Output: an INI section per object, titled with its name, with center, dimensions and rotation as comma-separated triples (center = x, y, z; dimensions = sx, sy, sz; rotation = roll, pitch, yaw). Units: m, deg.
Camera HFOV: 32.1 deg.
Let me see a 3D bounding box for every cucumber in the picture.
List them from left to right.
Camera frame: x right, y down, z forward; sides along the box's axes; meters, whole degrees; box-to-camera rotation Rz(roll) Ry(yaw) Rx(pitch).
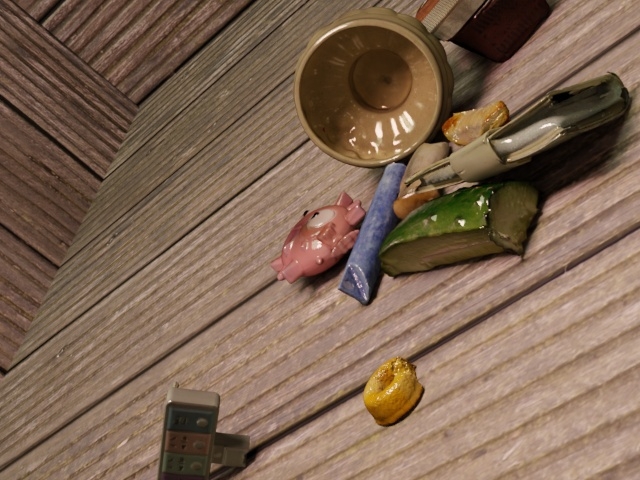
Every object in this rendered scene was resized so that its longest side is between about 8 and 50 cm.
[cucumber]
center = 0.195, -0.023, 1.739
dimensions = 0.325, 0.105, 0.145
rotation = -20, 37, 56

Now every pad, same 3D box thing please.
[pad]
center = 0.289, -0.532, 2.093
dimensions = 0.250, 0.055, 0.323
rotation = -119, 50, -67

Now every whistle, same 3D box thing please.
[whistle]
center = 0.098, -0.015, 1.961
dimensions = 0.062, 0.062, 0.304
rotation = -27, 31, 44

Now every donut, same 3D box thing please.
[donut]
center = 0.099, 0.215, 1.606
dimensions = 0.097, 0.043, 0.108
rotation = -46, 17, 6

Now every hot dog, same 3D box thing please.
[hot dog]
center = 0.275, -0.192, 1.909
dimensions = 0.078, 0.061, 0.169
rotation = -59, 22, -20

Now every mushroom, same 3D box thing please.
[mushroom]
center = 0.185, -0.114, 1.955
dimensions = 0.084, 0.071, 0.209
rotation = -27, 27, 34

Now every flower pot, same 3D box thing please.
[flower pot]
center = 0.111, -0.295, 2.127
dimensions = 0.307, 0.307, 0.244
rotation = -41, 5, 22

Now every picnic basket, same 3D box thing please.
[picnic basket]
center = 0.318, -0.445, 2.154
dimensions = 0.222, 0.129, 0.297
rotation = -49, 21, 6

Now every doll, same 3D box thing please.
[doll]
center = 0.000, 0.000, 2.079
dimensions = 0.211, 0.093, 0.262
rotation = -47, 18, -9

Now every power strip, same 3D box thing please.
[power strip]
center = -0.190, 0.335, 1.829
dimensions = 0.061, 0.145, 0.215
rotation = -89, 9, -56

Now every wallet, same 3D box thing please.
[wallet]
center = 0.293, -0.152, 1.696
dimensions = 0.223, 0.077, 0.310
rotation = -28, 1, -44
